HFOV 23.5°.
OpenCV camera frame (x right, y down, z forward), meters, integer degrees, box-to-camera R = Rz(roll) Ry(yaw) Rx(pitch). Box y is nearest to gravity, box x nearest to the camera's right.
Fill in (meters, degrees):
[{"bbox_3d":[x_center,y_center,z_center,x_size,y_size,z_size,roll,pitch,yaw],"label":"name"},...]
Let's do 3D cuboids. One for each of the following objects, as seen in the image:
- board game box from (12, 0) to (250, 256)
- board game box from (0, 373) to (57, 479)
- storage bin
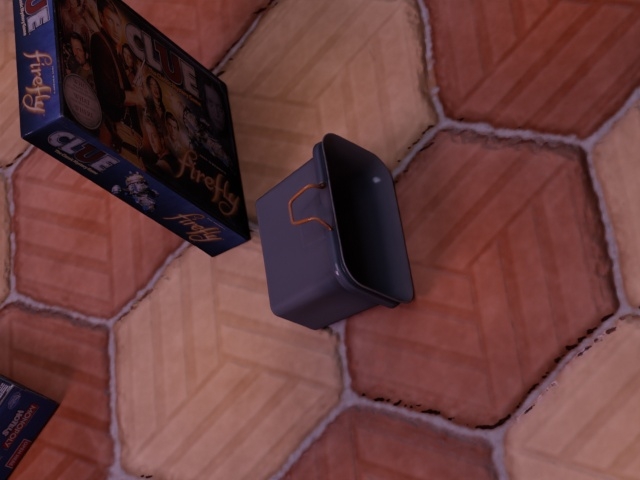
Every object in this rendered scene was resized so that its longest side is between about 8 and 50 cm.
[{"bbox_3d":[-0.149,-0.106,1.227,0.042,0.243,0.165,-24,58,22],"label":"board game box"},{"bbox_3d":[-0.354,0.165,1.357,0.194,0.060,0.194,36,91,40],"label":"board game box"},{"bbox_3d":[0.000,0.000,1.183,0.091,0.098,0.135,-31,54,31],"label":"storage bin"}]
